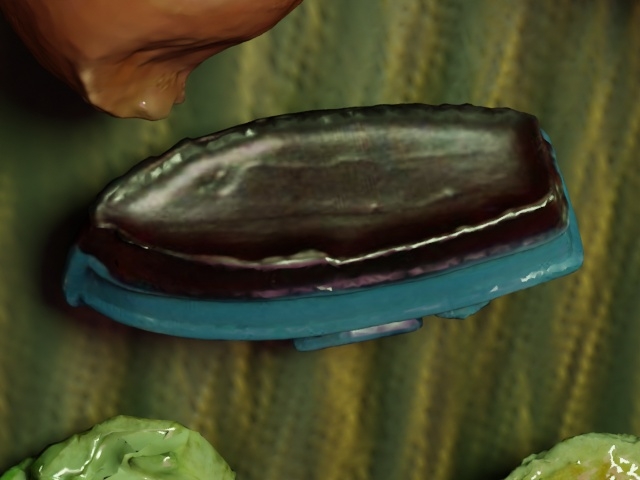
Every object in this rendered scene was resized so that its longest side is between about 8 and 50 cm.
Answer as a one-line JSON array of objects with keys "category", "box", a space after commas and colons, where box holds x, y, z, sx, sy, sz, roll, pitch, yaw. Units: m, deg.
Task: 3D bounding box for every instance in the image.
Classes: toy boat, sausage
[{"category": "toy boat", "box": [0.000, 0.000, 0.846, 0.223, 0.100, 0.097, -8, 146, -7]}, {"category": "sausage", "box": [-0.030, -0.164, 0.749, 0.148, 0.148, 0.254, 41, 95, -23]}]

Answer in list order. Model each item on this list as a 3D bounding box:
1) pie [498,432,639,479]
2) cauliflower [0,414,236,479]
[{"category": "pie", "box": [0.156, 0.190, 0.946, 0.248, 0.090, 0.201, 32, 108, -22]}, {"category": "cauliflower", "box": [-0.086, 0.203, 0.841, 0.272, 0.250, 0.275, -18, 156, 33]}]
